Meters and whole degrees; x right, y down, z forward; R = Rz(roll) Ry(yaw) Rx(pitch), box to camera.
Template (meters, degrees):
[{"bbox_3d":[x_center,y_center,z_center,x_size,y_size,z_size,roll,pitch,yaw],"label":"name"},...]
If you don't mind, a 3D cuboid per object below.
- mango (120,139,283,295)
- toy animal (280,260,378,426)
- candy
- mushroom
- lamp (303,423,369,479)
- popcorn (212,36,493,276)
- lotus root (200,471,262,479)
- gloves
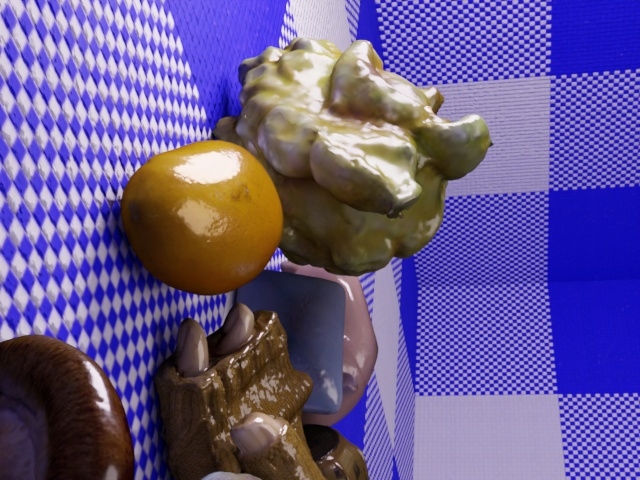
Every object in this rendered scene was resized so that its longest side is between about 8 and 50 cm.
[{"bbox_3d":[-0.110,-0.021,0.828,0.219,0.112,0.145,2,86,-67],"label":"mango"},{"bbox_3d":[0.001,0.143,1.224,0.167,0.153,0.250,87,10,-48],"label":"toy animal"},{"bbox_3d":[-0.038,0.117,1.084,0.071,0.138,0.174,115,-18,-56],"label":"candy"},{"bbox_3d":[-0.187,0.128,0.393,0.217,0.147,0.227,41,39,-53],"label":"mushroom"},{"bbox_3d":[-0.015,0.325,1.088,0.161,0.161,0.185,-56,140,-72],"label":"lamp"},{"bbox_3d":[0.021,-0.091,1.076,0.279,0.274,0.336,100,-32,-51],"label":"popcorn"},{"bbox_3d":[-0.104,0.308,0.634,0.140,0.158,0.322,54,31,-23],"label":"lotus root"},{"bbox_3d":[-0.055,0.231,0.882,0.203,0.155,0.357,-123,-168,-76],"label":"gloves"}]
